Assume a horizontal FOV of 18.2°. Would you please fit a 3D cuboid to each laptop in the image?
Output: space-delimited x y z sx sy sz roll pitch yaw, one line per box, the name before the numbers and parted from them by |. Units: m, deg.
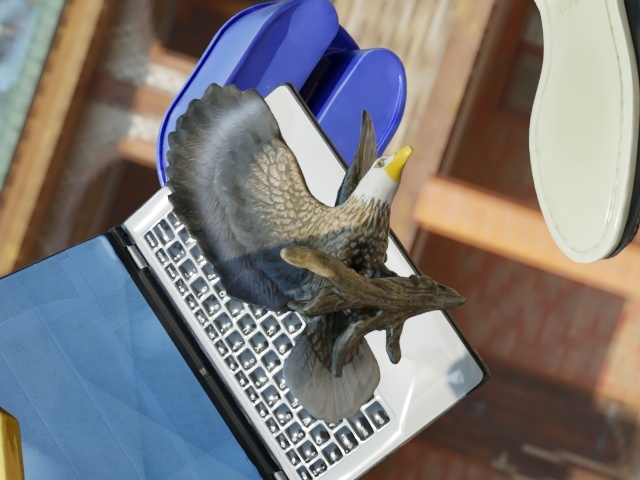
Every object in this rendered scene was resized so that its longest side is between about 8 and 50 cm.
laptop | -0.122 0.108 2.022 0.408 0.382 0.236 -40 -14 22

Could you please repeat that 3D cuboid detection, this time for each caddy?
caddy | -0.052 -0.146 2.478 0.341 0.241 0.179 -58 17 -18

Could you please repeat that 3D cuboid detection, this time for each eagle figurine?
eagle figurine | 0.008 -0.007 1.816 0.298 0.225 0.226 45 163 54

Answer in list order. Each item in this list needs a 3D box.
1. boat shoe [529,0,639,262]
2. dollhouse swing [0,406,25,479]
boat shoe | 0.243 -0.142 1.640 0.127 0.113 0.340 -30 58 49
dollhouse swing | -0.377 0.273 1.371 0.315 0.346 0.305 5 -110 -70
